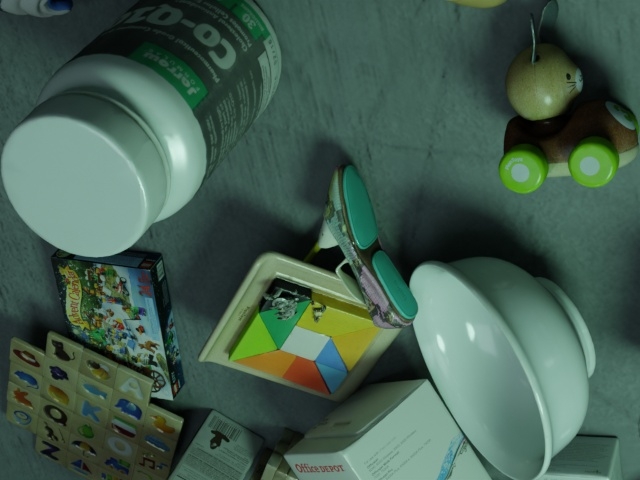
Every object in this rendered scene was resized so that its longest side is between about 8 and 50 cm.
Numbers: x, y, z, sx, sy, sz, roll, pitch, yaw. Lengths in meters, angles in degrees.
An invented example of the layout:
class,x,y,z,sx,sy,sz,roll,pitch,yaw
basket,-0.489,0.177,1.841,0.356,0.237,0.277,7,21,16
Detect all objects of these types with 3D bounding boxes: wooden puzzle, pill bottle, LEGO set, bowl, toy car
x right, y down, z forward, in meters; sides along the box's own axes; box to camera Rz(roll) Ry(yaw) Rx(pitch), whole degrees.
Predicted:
class,x,y,z,sx,sy,sz,roll,pitch,yaw
wooden puzzle,-0.017,0.125,1.741,0.239,0.044,0.221,17,130,-19
pill bottle,-0.196,-0.145,1.492,0.204,0.361,0.204,11,125,15
LEGO set,-0.034,0.087,1.667,0.083,0.023,0.054,6,131,-4
bowl,0.240,0.134,1.606,0.298,0.134,0.297,54,160,30
toy car,0.263,-0.165,1.435,0.149,0.155,0.188,-5,107,25

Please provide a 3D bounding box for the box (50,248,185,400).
class,x,y,z,sx,sy,sz,roll,pitch,yaw
box,-0.292,0.119,1.907,0.159,0.044,0.233,6,124,19

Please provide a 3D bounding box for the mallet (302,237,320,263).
class,x,y,z,sx,sy,sz,roll,pitch,yaw
mallet,0.000,0.000,1.720,0.039,0.062,0.189,32,113,-9

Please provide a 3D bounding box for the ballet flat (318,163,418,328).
class,x,y,z,sx,sy,sz,roll,pitch,yaw
ballet flat,0.046,0.015,1.642,0.079,0.077,0.221,-19,101,34

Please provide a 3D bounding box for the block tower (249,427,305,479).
class,x,y,z,sx,sy,sz,roll,pitch,yaw
block tower,0.059,0.394,1.918,0.336,0.091,0.097,24,127,5

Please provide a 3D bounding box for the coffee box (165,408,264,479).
class,x,y,z,sx,sy,sz,roll,pitch,yaw
coffee box,-0.189,0.384,1.914,0.098,0.246,0.141,30,128,1

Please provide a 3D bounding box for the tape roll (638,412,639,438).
class,x,y,z,sx,sy,sz,roll,pitch,yaw
tape roll,0.494,0.166,1.490,0.246,0.246,0.169,11,126,15

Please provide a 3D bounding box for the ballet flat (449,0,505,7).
class,x,y,z,sx,sy,sz,roll,pitch,yaw
ballet flat,0.100,-0.314,1.439,0.232,0.073,0.080,31,128,0

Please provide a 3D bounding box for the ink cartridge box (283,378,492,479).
class,x,y,z,sx,sy,sz,roll,pitch,yaw
ink cartridge box,0.104,0.326,1.751,0.232,0.168,0.171,57,152,-8

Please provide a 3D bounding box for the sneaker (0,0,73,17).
class,x,y,z,sx,sy,sz,roll,pitch,yaw
sneaker,-0.342,-0.415,1.535,0.236,0.130,0.322,21,123,-4

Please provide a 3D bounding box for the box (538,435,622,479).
class,x,y,z,sx,sy,sz,roll,pitch,yaw
box,0.347,0.324,1.754,0.102,0.087,0.101,1,121,23

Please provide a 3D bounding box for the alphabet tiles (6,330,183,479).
class,x,y,z,sx,sy,sz,roll,pitch,yaw
alphabet tiles,-0.353,0.274,2.019,0.285,0.011,0.342,25,139,6
